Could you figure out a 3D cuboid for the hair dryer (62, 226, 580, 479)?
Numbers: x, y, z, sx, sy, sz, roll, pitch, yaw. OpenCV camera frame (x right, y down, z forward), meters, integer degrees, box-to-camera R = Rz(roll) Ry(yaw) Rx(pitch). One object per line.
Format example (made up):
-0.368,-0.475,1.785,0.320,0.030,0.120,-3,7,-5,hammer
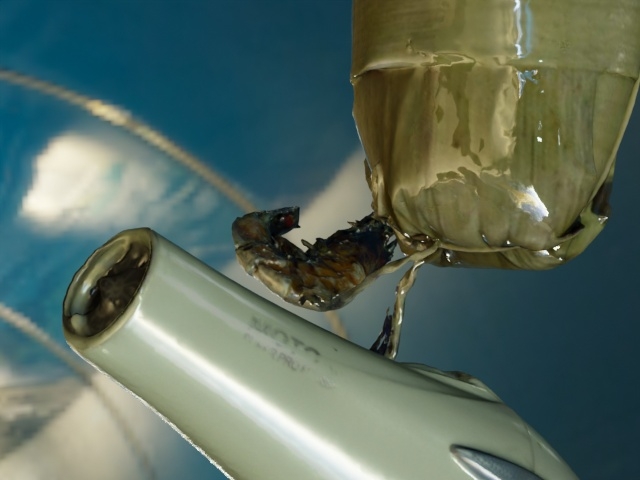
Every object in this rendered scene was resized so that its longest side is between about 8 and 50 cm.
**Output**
-0.012,0.134,0.756,0.119,0.298,0.296,-21,-68,43,hair dryer

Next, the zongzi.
0.125,-0.097,1.185,0.418,0.181,0.447,29,64,-72,zongzi

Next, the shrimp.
0.000,0.000,1.168,0.091,0.161,0.034,36,-64,13,shrimp
